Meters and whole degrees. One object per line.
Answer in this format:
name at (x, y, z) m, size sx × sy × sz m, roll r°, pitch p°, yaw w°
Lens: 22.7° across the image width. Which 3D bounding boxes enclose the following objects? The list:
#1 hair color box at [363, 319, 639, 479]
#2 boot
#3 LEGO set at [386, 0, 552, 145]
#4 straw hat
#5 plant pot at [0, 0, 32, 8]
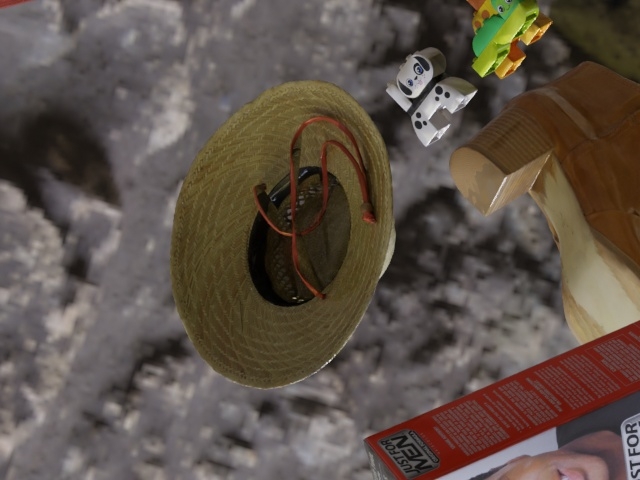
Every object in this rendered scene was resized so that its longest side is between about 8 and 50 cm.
hair color box at (0.094, 0.090, 0.650) m, size 0.043 × 0.141 × 0.072 m, roll -133°, pitch -155°, yaw -56°
boot at (0.262, -0.018, 1.288) m, size 0.211 × 0.295 × 0.104 m, roll -30°, pitch 162°, yaw -36°
LEGO set at (0.122, -0.184, 1.140) m, size 0.087 × 0.093 × 0.227 m, roll -30°, pitch 163°, yaw -47°
straw hat at (0.000, 0.000, 0.740) m, size 0.061 × 0.144 × 0.144 m, roll 8°, pitch 97°, yaw -47°
plant pot at (-0.270, -0.278, 1.150) m, size 0.267 × 0.236 × 0.267 m, roll -171°, pitch -104°, yaw -64°
